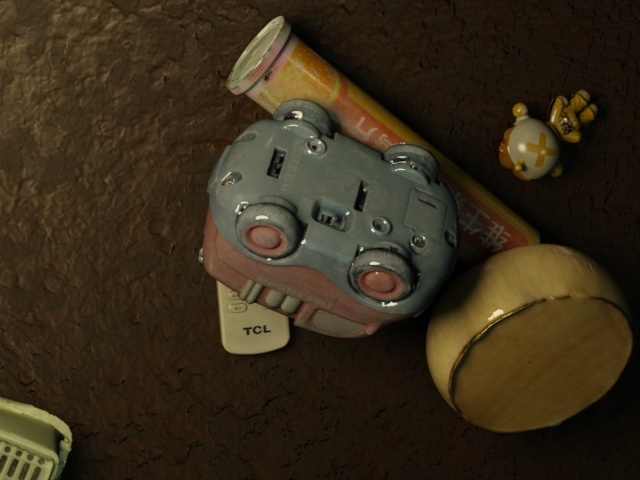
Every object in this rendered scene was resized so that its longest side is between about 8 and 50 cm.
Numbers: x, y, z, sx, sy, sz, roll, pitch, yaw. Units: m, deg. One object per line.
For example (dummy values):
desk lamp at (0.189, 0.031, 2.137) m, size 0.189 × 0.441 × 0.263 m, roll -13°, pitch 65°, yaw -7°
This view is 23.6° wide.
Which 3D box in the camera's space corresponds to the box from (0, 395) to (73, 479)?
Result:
box at (-0.433, 0.310, 1.781) m, size 0.220 × 0.166 × 0.291 m, roll 23°, pitch 95°, yaw -15°

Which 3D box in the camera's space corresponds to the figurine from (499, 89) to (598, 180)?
figurine at (0.287, -0.128, 1.908) m, size 0.143 × 0.068 × 0.101 m, roll -14°, pitch 98°, yaw -22°

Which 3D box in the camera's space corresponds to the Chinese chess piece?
Chinese chess piece at (0.256, 0.122, 1.875) m, size 0.257 × 0.104 × 0.257 m, roll -10°, pitch 134°, yaw -11°

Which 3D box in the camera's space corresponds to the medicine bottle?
medicine bottle at (0.086, -0.101, 1.849) m, size 0.426 × 0.108 × 0.108 m, roll 36°, pitch 92°, yaw -17°

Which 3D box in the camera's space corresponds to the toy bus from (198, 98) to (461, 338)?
toy bus at (0.000, 0.000, 1.766) m, size 0.294 × 0.197 × 0.232 m, roll 21°, pitch 139°, yaw -8°

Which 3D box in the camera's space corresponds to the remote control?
remote control at (-0.085, 0.046, 1.877) m, size 0.087 × 0.029 × 0.190 m, roll -5°, pitch 102°, yaw -11°
